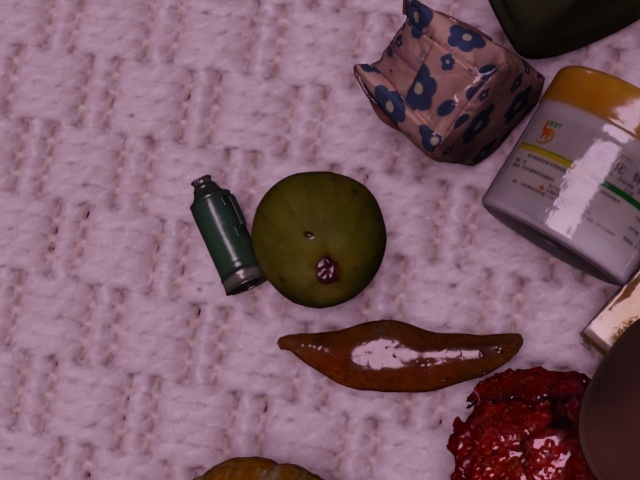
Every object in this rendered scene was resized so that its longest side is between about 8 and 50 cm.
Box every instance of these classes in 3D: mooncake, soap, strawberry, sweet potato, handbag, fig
[{"bbox_3d":[0.378,-0.403,1.584,0.351,0.351,0.187,-25,83,5],"label":"mooncake"},{"bbox_3d":[0.527,0.162,1.619,0.274,0.089,0.173,41,90,11],"label":"soap"},{"bbox_3d":[0.306,0.300,1.570,0.274,0.220,0.274,-1,79,6],"label":"strawberry"},{"bbox_3d":[0.113,0.172,1.676,0.359,0.112,0.112,5,83,7],"label":"sweet potato"},{"bbox_3d":[0.183,-0.229,1.646,0.193,0.251,0.190,46,108,19],"label":"handbag"},{"bbox_3d":[0.000,0.000,1.661,0.203,0.225,0.203,-1,103,-4],"label":"fig"}]

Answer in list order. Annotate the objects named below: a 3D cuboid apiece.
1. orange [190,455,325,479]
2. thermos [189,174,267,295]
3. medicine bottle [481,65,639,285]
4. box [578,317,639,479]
[{"bbox_3d":[-0.086,0.468,1.597,0.329,0.249,0.329,-1,85,13],"label":"orange"},{"bbox_3d":[-0.149,-0.013,1.755,0.073,0.083,0.187,-24,78,-6],"label":"thermos"},{"bbox_3d":[0.382,-0.089,1.599,0.238,0.238,0.232,31,89,12],"label":"medicine bottle"},{"bbox_3d":[0.506,0.220,1.416,0.301,0.216,0.300,4,77,-17],"label":"box"}]
